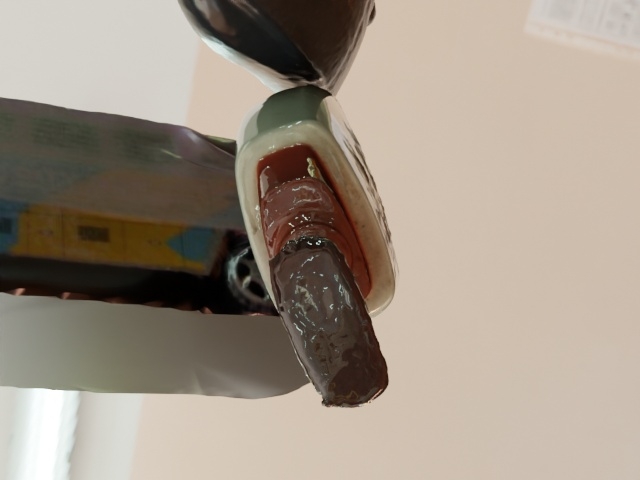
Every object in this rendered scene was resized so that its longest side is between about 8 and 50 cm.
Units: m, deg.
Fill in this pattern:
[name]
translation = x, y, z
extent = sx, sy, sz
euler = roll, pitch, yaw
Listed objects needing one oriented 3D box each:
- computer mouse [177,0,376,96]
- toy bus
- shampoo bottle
[computer mouse]
translation = -0.007, -0.164, 0.749
extent = 0.269, 0.086, 0.138
euler = 21, -100, -73
[toy bus]
translation = -0.166, 0.001, 0.809
extent = 0.171, 0.386, 0.162
euler = 128, 142, -52
[shampoo bottle]
translation = 0.000, 0.000, 0.626
extent = 0.284, 0.071, 0.153
euler = -78, -32, -78
